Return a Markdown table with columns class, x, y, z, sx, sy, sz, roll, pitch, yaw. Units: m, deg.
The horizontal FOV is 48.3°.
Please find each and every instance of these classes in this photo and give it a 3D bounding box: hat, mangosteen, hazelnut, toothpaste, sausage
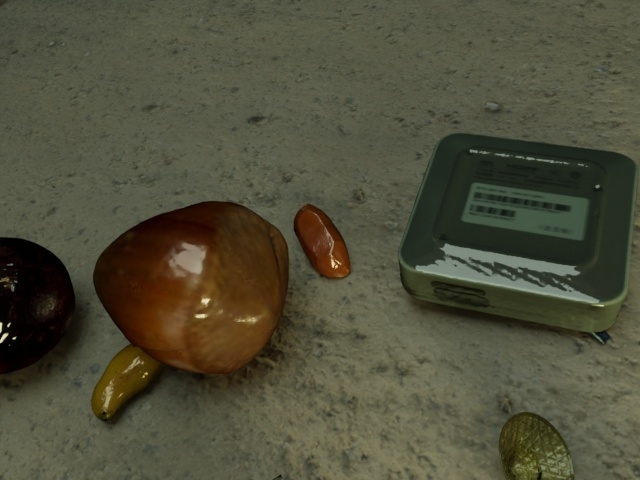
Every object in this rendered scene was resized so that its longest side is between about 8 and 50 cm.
| class | x | y | z | sx | sy | sz | roll | pitch | yaw |
| --- | --- | --- | --- | --- | --- | --- | --- | --- | --- |
| hat | 0.312 | 0.344 | 1.102 | 0.146 | 0.067 | 0.146 | 14 | 58 | -24 |
| mangosteen | -0.650 | 0.139 | 1.431 | 0.297 | 0.293 | 0.297 | 17 | 21 | -7 |
| hazelnut | -0.231 | 0.079 | 1.317 | 0.372 | 0.372 | 0.315 | 6 | 91 | 21 |
| toothpaste | 0.467 | 0.149 | 1.248 | 0.027 | 0.019 | 0.083 | -25 | 49 | -30 |
| sausage | 0.000 | 0.000 | 1.470 | 0.089 | 0.089 | 0.179 | -28 | 58 | -8 |

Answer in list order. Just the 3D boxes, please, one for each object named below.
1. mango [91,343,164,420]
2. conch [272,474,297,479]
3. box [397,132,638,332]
| class | x | y | z | sx | sy | sz | roll | pitch | yaw |
| --- | --- | --- | --- | --- | --- | --- | --- | --- | --- |
| mango | -0.366 | 0.256 | 1.367 | 0.098 | 0.075 | 0.190 | 24 | 66 | 41 |
| conch | -0.071 | 0.493 | 1.029 | 0.148 | 0.183 | 0.275 | 40 | 77 | -4 |
| box | 0.376 | -0.037 | 1.350 | 0.396 | 0.111 | 0.396 | 10 | 51 | 17 |
